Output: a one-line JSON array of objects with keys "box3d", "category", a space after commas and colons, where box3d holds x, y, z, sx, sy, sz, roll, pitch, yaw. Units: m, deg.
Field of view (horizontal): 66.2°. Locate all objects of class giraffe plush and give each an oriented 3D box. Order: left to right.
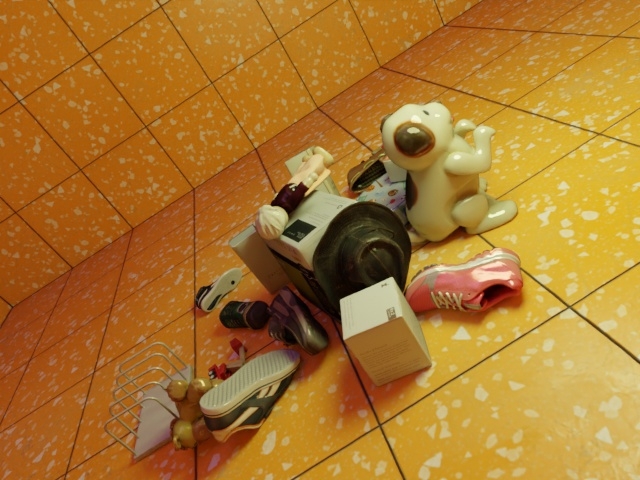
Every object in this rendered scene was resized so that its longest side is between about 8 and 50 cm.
[{"box3d": [-0.349, 0.477, 1.335, 0.210, 0.181, 0.171, -20, 61, 29], "category": "giraffe plush"}]

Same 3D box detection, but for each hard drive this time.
[{"box3d": [-0.155, 0.043, 1.674, 0.203, 0.308, 0.040, -36, 48, -5], "category": "hard drive"}]

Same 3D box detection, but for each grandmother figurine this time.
[{"box3d": [-0.075, -0.135, 1.410, 0.208, 0.104, 0.342, -41, 13, 53], "category": "grandmother figurine"}]

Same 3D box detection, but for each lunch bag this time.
[{"box3d": [0.280, -0.153, 1.731, 0.303, 0.115, 0.243, -44, 32, -20], "category": "lunch bag"}]

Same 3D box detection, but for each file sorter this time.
[{"box3d": [-0.526, 0.479, 1.518, 0.192, 0.173, 0.278, -31, 28, 3], "category": "file sorter"}]

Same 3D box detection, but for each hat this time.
[{"box3d": [0.149, 0.066, 1.285, 0.331, 0.331, 0.134, -42, 27, -15], "category": "hat"}]

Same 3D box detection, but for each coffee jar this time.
[{"box3d": [-0.256, 0.255, 1.684, 0.184, 0.079, 0.096, -7, 36, 42], "category": "coffee jar"}]

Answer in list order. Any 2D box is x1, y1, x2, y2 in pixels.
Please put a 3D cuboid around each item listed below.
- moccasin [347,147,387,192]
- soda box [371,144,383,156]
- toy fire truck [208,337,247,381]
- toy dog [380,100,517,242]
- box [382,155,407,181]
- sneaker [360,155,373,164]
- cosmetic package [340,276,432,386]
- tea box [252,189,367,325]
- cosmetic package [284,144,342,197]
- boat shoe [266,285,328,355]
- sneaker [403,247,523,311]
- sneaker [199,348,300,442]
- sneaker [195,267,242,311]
[{"box3d": [0.272, -0.306, 1.945, 0.379, 0.139, 0.147, -24, 31, 19], "category": "moccasin"}, {"box3d": [0.312, -0.405, 2.138, 0.181, 0.061, 0.058, -39, 29, -10], "category": "soda box"}, {"box3d": [-0.277, 0.396, 1.520, 0.135, 0.047, 0.192, -37, 29, -8], "category": "toy fire truck"}, {"box3d": [0.332, -0.223, 1.469, 0.395, 0.408, 0.285, -26, 29, 14], "category": "toy dog"}, {"box3d": [0.322, -0.281, 1.687, 0.170, 0.091, 0.130, -2, 41, 35], "category": "box"}, {"box3d": [0.238, -0.325, 2.076, 0.170, 0.075, 0.063, -11, 35, 35], "category": "sneaker"}, {"box3d": [0.156, 0.222, 1.196, 0.151, 0.184, 0.151, -26, 29, 13], "category": "cosmetic package"}, {"box3d": [0.014, 0.041, 1.475, 0.220, 0.324, 0.329, -39, 29, -15], "category": "tea box"}, {"box3d": [-0.005, -0.189, 1.840, 0.113, 0.310, 0.160, -27, 12, 13], "category": "cosmetic package"}, {"box3d": [-0.080, 0.261, 1.469, 0.130, 0.132, 0.355, -45, 20, -1], "category": "boat shoe"}, {"box3d": [0.349, 0.123, 1.226, 0.313, 0.116, 0.136, -24, 34, 21], "category": "sneaker"}, {"box3d": [-0.179, 0.413, 1.332, 0.126, 0.128, 0.321, 10, 25, 44], "category": "sneaker"}, {"box3d": [-0.419, 0.182, 1.965, 0.217, 0.079, 0.121, -48, 33, -22], "category": "sneaker"}]
